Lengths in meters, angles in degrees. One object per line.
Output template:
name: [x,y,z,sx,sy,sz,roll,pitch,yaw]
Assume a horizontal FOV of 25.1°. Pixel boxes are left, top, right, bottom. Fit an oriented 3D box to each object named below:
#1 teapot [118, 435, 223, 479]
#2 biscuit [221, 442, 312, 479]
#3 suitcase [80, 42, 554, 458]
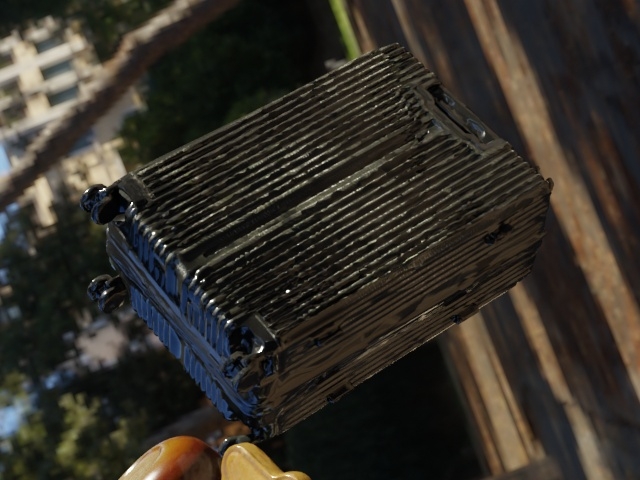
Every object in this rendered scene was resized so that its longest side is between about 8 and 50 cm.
teapot: [-0.205,0.353,1.820,0.135,0.252,0.178,45,174,-6]
biscuit: [-0.051,0.209,1.074,0.023,0.140,0.118,3,-115,-44]
suitcase: [0.000,0.000,1.208,0.229,0.335,0.152,47,152,27]
